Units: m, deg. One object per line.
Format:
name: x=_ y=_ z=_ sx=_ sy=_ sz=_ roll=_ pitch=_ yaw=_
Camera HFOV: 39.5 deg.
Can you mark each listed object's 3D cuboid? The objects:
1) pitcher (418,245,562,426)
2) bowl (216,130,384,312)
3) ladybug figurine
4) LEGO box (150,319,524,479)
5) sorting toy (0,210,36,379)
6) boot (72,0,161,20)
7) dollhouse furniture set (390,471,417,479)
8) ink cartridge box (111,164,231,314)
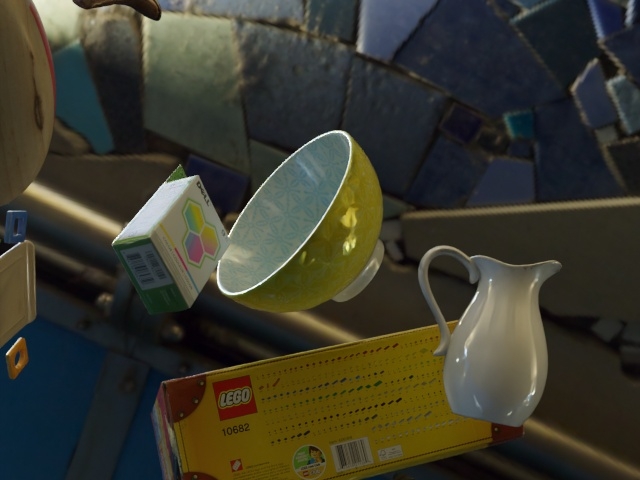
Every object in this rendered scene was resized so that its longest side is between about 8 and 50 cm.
pitcher: x=0.198 y=0.116 z=1.109 sx=0.177 sy=0.207 sz=0.125 roll=11 pitch=172 yaw=3
bowl: x=0.000 y=0.000 z=1.297 sx=0.156 sy=0.289 sz=0.289 roll=38 pitch=-163 yaw=-23
ladybug figurine: x=-0.526 y=-0.250 z=1.325 sx=0.305 sy=0.449 sz=0.162 roll=15 pitch=-144 yaw=7
LEGO box: x=0.005 y=0.287 z=1.403 sx=0.500 sy=0.372 sz=0.193 roll=-10 pitch=-105 yaw=-16
sorting toy: x=-0.621 y=0.111 z=1.734 sx=0.047 sy=0.348 sz=0.196 roll=7 pitch=-162 yaw=9
boot: x=-0.315 y=-0.362 z=1.362 sx=0.106 sy=0.037 sz=0.114 roll=38 pitch=-143 yaw=28
dollhouse furniture set: x=0.114 y=0.533 z=1.347 sx=0.197 sy=0.302 sz=0.151 roll=-23 pitch=-151 yaw=-30
ink cartridge box: x=-0.178 y=-0.011 z=1.156 sx=0.062 sy=0.109 sz=0.209 roll=-12 pitch=-152 yaw=24
